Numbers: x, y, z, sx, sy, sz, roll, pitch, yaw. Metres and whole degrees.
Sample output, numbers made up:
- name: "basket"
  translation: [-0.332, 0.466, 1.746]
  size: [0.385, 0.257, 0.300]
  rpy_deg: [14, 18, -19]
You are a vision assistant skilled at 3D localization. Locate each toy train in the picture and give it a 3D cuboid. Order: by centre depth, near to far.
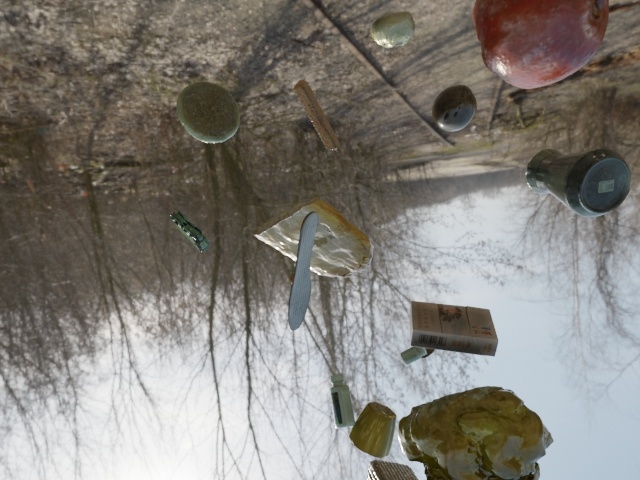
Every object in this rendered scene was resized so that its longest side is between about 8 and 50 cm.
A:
- name: "toy train"
  translation: [-0.355, -0.030, 1.162]
  size: [0.038, 0.071, 0.148]
  rpy_deg: [-40, -125, -19]

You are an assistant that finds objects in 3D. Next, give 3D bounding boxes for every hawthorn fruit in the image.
- name: "hawthorn fruit"
  translation: [0.496, -0.495, 0.985]
  size: [0.284, 0.285, 0.284]
  rpy_deg: [-7, -174, 1]

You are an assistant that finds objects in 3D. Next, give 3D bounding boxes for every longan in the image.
- name: "longan"
  translation: [0.598, -0.591, 1.933]
  size: [0.196, 0.197, 0.220]
  rpy_deg: [-7, 177, -6]

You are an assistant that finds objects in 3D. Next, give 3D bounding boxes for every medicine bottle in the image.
- name: "medicine bottle"
  translation: [0.323, 0.393, 1.492]
  size: [0.083, 0.047, 0.047]
  rpy_deg: [-31, 180, 13]
- name: "medicine bottle"
  translation: [0.095, 0.738, 1.983]
  size: [0.083, 0.229, 0.121]
  rpy_deg: [3, 152, -23]

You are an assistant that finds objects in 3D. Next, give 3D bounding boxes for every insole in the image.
- name: "insole"
  translation: [-0.044, 0.090, 1.116]
  size: [0.009, 0.349, 0.119]
  rpy_deg: [18, -155, 22]

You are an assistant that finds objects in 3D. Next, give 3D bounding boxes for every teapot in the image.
- name: "teapot"
  translation: [0.685, -0.167, 1.142]
  size: [0.203, 0.171, 0.225]
  rpy_deg: [-3, -161, -9]

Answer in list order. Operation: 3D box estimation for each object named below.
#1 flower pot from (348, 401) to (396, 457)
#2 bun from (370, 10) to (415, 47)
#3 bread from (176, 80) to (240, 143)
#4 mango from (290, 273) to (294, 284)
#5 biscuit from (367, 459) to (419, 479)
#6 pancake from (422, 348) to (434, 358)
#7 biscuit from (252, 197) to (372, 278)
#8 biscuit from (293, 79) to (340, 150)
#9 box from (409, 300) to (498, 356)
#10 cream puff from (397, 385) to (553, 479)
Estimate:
- name: "flower pot"
  translation: [0.246, 0.836, 1.930]
  size: [0.195, 0.179, 0.195]
  rpy_deg: [20, -177, -1]
- name: "bun"
  translation: [0.138, -0.392, 0.811]
  size: [0.086, 0.055, 0.086]
  rpy_deg: [-15, -172, 2]
- name: "bread"
  translation: [-0.454, -0.528, 1.769]
  size: [0.266, 0.267, 0.040]
  rpy_deg: [-10, 177, -26]
- name: "mango"
  translation: [-0.084, 0.153, 1.675]
  size: [0.046, 0.060, 0.089]
  rpy_deg: [-51, 161, 16]
- name: "biscuit"
  translation: [0.229, 0.693, 1.108]
  size: [0.143, 0.079, 0.426]
  rpy_deg: [12, 176, -5]
- name: "pancake"
  translation: [0.483, 0.506, 2.015]
  size: [0.114, 0.011, 0.115]
  rpy_deg: [-25, -151, 15]
- name: "biscuit"
  translation: [0.000, -0.001, 1.725]
  size: [0.446, 0.104, 0.429]
  rpy_deg: [33, 145, -17]
- name: "biscuit"
  translation: [-0.014, -0.613, 2.138]
  size: [0.054, 0.379, 0.094]
  rpy_deg: [-18, -150, 27]
- name: "box"
  translation: [0.377, 0.251, 1.243]
  size: [0.233, 0.067, 0.149]
  rpy_deg: [5, -151, 7]
- name: "cream puff"
  translation: [0.401, 0.547, 1.085]
  size: [0.378, 0.276, 0.378]
  rpy_deg: [-4, 141, -3]
